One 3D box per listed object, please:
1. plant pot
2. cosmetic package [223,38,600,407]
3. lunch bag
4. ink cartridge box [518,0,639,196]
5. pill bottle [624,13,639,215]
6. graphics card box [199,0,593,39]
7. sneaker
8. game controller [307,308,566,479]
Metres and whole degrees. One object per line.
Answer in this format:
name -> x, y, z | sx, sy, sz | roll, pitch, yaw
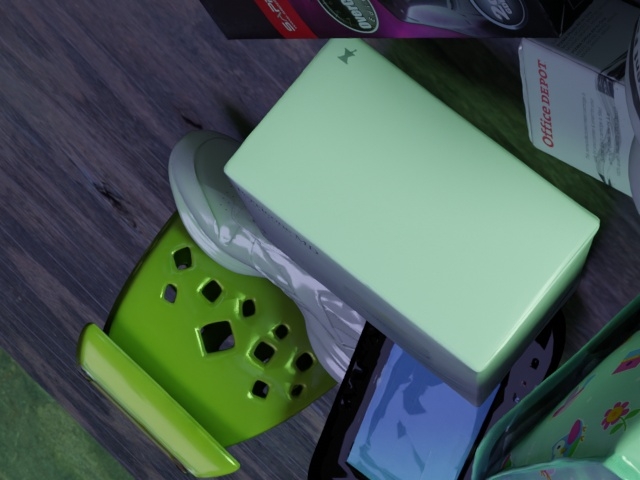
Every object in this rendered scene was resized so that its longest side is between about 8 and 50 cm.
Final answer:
plant pot -> -0.113, 0.104, 1.693 | 0.228, 0.207, 0.227 | 44, 169, -4
cosmetic package -> 0.068, -0.008, 1.245 | 0.224, 0.138, 0.225 | 38, 173, 12
lunch bag -> 0.233, 0.133, 1.178 | 0.160, 0.223, 0.262 | 52, 159, -7
ink cartridge box -> 0.202, -0.079, 1.055 | 0.150, 0.063, 0.109 | 31, 156, 29
pill bottle -> 0.242, -0.099, 0.798 | 0.176, 0.176, 0.318 | 38, 158, 13
graphics card box -> -0.001, -0.238, 1.075 | 0.371, 0.094, 0.233 | 9, 140, 54
sneaker -> 0.000, 0.000, 1.533 | 0.305, 0.114, 0.152 | 44, 141, -4
game controller -> 0.094, 0.144, 1.451 | 0.166, 0.067, 0.319 | 40, 125, 30
